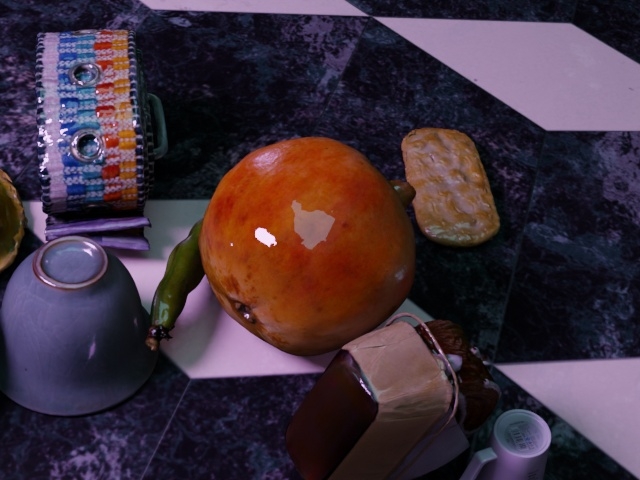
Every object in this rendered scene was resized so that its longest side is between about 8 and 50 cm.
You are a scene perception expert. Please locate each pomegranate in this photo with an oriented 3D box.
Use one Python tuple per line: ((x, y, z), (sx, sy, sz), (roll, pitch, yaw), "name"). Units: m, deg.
((0.000, 0.000, 1.234), (0.270, 0.229, 0.252), (-39, 71, -24), "pomegranate")

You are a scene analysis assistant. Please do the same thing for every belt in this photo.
((-0.277, -0.144, 1.346), (0.161, 0.206, 0.295), (-3, 44, -12), "belt")

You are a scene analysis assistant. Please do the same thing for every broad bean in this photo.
((-0.156, 0.025, 1.281), (0.043, 0.060, 0.297), (-13, 26, 24), "broad bean")

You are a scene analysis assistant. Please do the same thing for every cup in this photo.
((-0.277, 0.072, 1.173), (0.199, 0.150, 0.199), (6, 45, -6), "cup")
((0.195, 0.245, 1.136), (0.104, 0.116, 0.074), (-14, 49, -15), "cup")

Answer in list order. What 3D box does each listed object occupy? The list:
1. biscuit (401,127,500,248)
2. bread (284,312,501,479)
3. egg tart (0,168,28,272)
((0.184, -0.082, 1.508), (0.119, 0.029, 0.247), (1, 46, -10), "biscuit")
((0.080, 0.169, 1.111), (0.212, 0.224, 0.142), (-8, 53, -39), "bread")
((-0.497, -0.039, 1.260), (0.297, 0.132, 0.297), (9, 48, -10), "egg tart")
